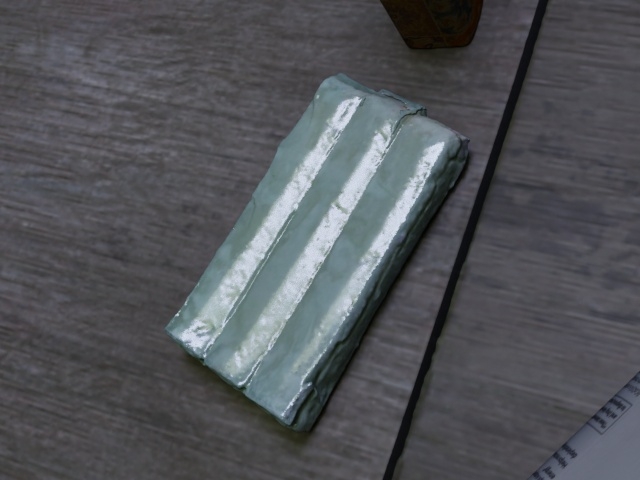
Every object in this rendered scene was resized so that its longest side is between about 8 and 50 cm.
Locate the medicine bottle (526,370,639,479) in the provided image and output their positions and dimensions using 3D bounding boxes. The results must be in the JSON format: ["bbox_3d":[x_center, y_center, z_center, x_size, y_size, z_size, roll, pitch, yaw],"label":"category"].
[{"bbox_3d":[0.143,0.169,0.512,0.289,0.157,0.157,-44,59,1],"label":"medicine bottle"}]

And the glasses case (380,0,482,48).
[{"bbox_3d":[0.046,-0.199,0.674,0.049,0.218,0.075,3,70,24],"label":"glasses case"}]

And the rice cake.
[{"bbox_3d":[0.000,0.000,0.715,0.124,0.038,0.211,32,83,30],"label":"rice cake"}]
